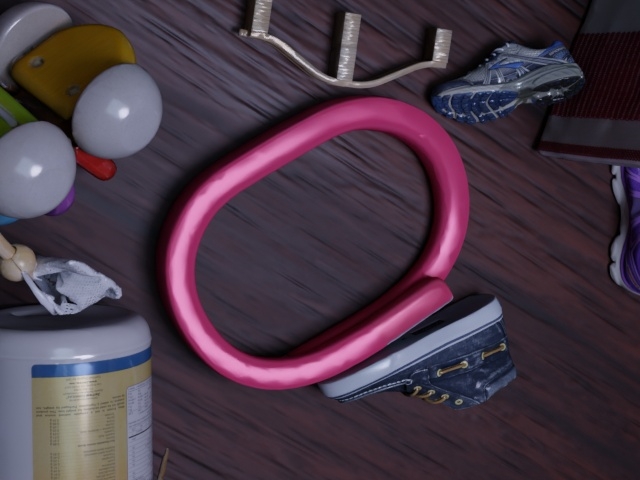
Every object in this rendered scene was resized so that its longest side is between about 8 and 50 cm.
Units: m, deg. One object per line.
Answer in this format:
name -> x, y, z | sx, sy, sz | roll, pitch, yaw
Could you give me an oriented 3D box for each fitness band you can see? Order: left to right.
fitness band -> 0.000, 0.000, 1.162 | 0.291, 0.054, 0.209 | -31, 104, -15

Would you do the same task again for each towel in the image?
towel -> 0.308, -0.214, 1.147 | 0.037, 0.237, 0.329 | 22, 88, -22

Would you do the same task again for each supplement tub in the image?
supplement tub -> -0.202, 0.156, 1.053 | 0.144, 0.144, 0.200 | -2, 98, -20

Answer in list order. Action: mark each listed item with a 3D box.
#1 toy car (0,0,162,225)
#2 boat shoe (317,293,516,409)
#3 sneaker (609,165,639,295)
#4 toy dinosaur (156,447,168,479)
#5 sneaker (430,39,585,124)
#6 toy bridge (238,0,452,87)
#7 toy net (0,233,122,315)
toy car -> -0.212, -0.081, 1.033 | 0.182, 0.159, 0.136 | -38, 148, -23
boat shoe -> 0.091, 0.120, 1.200 | 0.183, 0.065, 0.083 | -23, 103, -17
sneaker -> 0.314, -0.031, 1.262 | 0.068, 0.071, 0.170 | -3, 97, -20
toy dinosaur -> -0.104, 0.279, 1.160 | 0.211, 0.064, 0.112 | 45, 62, -28
sneaker -> 0.161, -0.144, 1.206 | 0.135, 0.052, 0.058 | -11, 62, -3
toy bridge -> 0.020, -0.163, 1.160 | 0.188, 0.026, 0.063 | 6, 96, -21
toy net -> -0.264, 0.012, 1.017 | 0.232, 0.122, 0.045 | 26, 70, -17
